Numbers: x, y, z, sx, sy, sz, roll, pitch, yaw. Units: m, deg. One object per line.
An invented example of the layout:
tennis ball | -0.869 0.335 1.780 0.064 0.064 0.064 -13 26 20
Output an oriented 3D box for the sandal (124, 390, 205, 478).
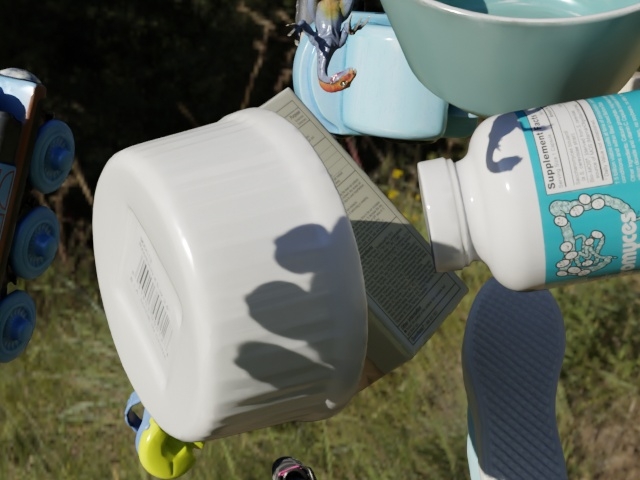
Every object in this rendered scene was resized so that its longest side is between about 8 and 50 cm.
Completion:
sandal | -0.189 0.200 1.692 0.138 0.126 0.317 12 56 51

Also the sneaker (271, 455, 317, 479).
sneaker | -0.036 0.367 1.712 0.063 0.075 0.170 -18 25 -10

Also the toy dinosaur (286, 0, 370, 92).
toy dinosaur | 0.012 -0.136 0.717 0.047 0.082 0.090 5 9 12

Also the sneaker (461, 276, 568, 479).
sneaker | 0.236 0.218 1.435 0.135 0.150 0.366 8 55 0

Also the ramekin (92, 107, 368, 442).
ramekin | -0.089 0.035 0.949 0.135 0.277 0.277 -14 39 -27

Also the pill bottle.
pill bottle | 0.214 -0.040 0.898 0.264 0.146 0.146 -10 33 5

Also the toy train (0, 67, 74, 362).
toy train | -0.194 -0.006 0.604 0.080 0.184 0.105 14 2 18

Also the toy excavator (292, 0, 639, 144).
toy excavator | 0.196 -0.222 1.627 0.433 0.222 0.445 0 17 -17

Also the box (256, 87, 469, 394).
box | 0.000 0.000 1.250 0.311 0.121 0.148 49 47 0

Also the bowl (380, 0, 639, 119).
bowl | 0.191 -0.227 1.062 0.311 0.163 0.311 -1 45 1
